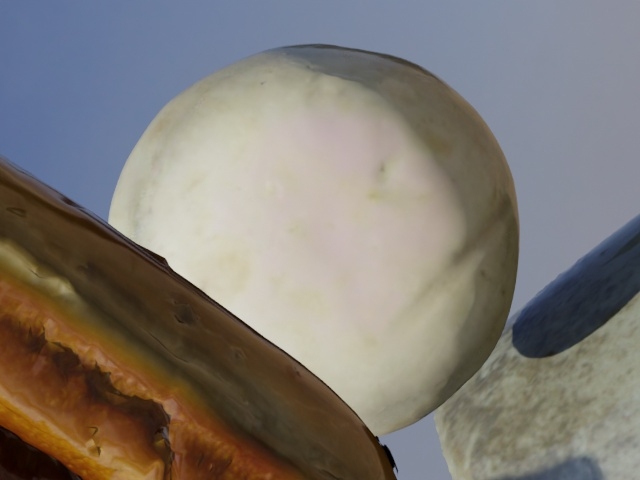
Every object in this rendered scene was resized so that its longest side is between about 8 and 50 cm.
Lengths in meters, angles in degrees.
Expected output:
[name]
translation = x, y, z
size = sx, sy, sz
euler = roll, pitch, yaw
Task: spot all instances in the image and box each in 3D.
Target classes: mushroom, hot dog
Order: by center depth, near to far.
[hot dog]
translation = -0.136, 0.043, 0.576
size = 0.158, 0.349, 0.117
euler = -54, 16, 0
[mushroom]
translation = 0.000, 0.000, 1.055
size = 0.202, 0.246, 0.246
euler = 7, -93, -87

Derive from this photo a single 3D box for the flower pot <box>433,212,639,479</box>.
[flower pot]
translation = 0.264, 0.107, 1.152
size = 0.294, 0.330, 0.293
euler = 54, -165, -21
